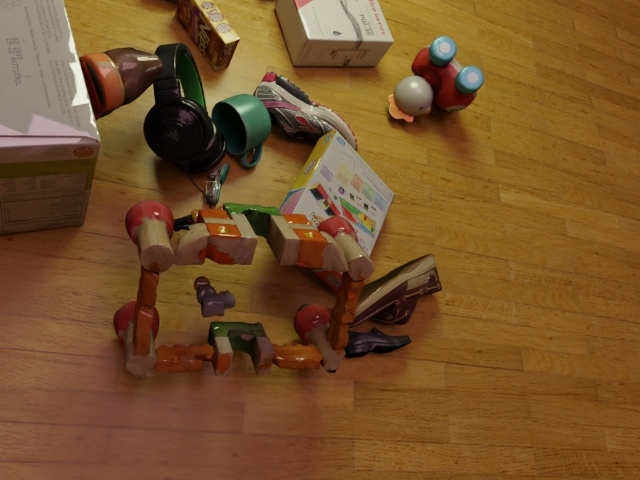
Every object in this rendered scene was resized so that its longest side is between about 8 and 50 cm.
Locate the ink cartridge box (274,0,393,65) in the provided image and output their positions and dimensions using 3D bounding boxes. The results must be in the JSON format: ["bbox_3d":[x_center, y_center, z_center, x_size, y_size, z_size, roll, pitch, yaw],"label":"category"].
[{"bbox_3d":[0.039,-0.610,1.572,0.283,0.117,0.207,-10,73,-28],"label":"ink cartridge box"}]

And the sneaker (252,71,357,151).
[{"bbox_3d":[-0.039,-0.295,1.413,0.299,0.121,0.112,32,85,-9],"label":"sneaker"}]

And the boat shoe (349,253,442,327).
[{"bbox_3d":[0.177,0.141,1.307,0.342,0.123,0.123,-25,91,-45],"label":"boat shoe"}]

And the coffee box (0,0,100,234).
[{"bbox_3d":[-0.606,-0.217,0.965,0.338,0.334,0.338,-10,72,-30],"label":"coffee box"}]

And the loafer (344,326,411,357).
[{"bbox_3d":[0.133,0.228,1.286,0.170,0.062,0.061,0,64,-27],"label":"loafer"}]

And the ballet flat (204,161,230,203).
[{"bbox_3d":[-0.241,-0.137,1.281,0.041,0.041,0.114,22,60,-16],"label":"ballet flat"}]

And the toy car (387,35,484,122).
[{"bbox_3d":[0.303,-0.417,1.599,0.238,0.219,0.210,-43,91,-4],"label":"toy car"}]

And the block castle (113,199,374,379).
[{"bbox_3d":[-0.150,0.086,1.075,0.453,0.303,0.213,4,24,-23],"label":"block castle"}]

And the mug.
[{"bbox_3d":[-0.182,-0.270,1.325,0.129,0.158,0.097,38,49,22],"label":"mug"}]

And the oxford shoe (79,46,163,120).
[{"bbox_3d":[-0.418,-0.313,1.106,0.132,0.363,0.130,-29,117,-28],"label":"oxford shoe"}]

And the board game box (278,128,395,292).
[{"bbox_3d":[0.039,-0.071,1.313,0.242,0.064,0.316,45,50,-23],"label":"board game box"}]

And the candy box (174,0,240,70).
[{"bbox_3d":[-0.285,-0.535,1.391,0.053,0.109,0.187,-34,85,-33],"label":"candy box"}]

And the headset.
[{"bbox_3d":[-0.310,-0.215,1.188,0.185,0.243,0.394,-8,87,3],"label":"headset"}]
